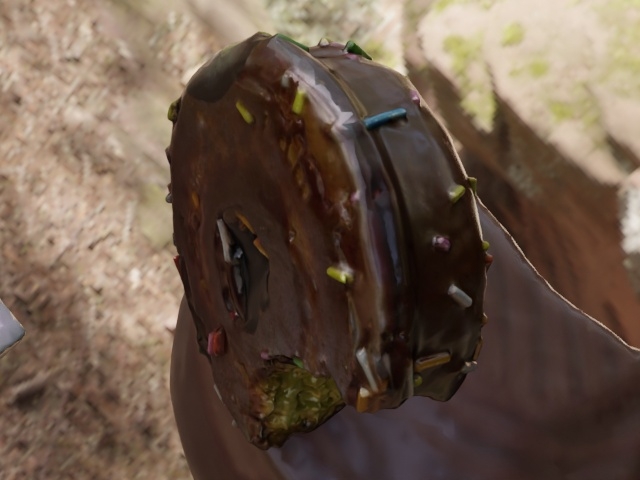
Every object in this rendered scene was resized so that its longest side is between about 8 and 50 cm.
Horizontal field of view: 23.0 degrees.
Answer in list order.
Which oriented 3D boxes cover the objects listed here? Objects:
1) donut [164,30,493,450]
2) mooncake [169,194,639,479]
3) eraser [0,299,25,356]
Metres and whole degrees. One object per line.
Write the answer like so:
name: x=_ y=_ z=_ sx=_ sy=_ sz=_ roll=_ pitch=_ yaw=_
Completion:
donut: x=0.000 y=0.000 z=0.818 sx=0.096 sy=0.230 sz=0.216 roll=-11 pitch=71 yaw=-26
mooncake: x=0.074 y=0.106 z=1.038 sx=0.334 sy=0.174 sz=0.326 roll=-9 pitch=76 yaw=-15
eraser: x=-0.316 y=-0.066 z=0.723 sx=0.397 sy=0.082 sz=0.213 roll=51 pitch=40 yaw=-3
